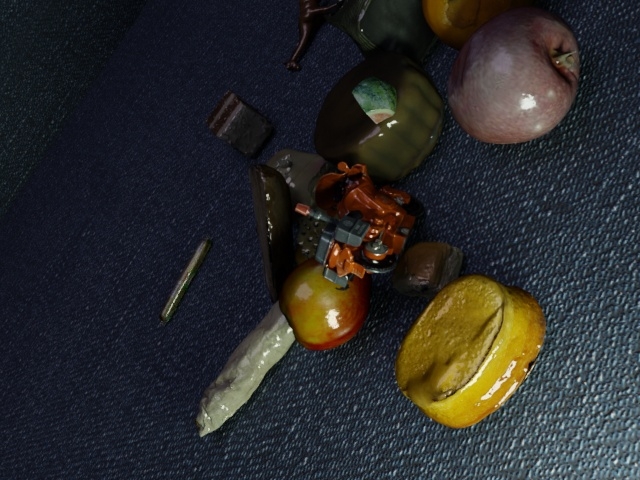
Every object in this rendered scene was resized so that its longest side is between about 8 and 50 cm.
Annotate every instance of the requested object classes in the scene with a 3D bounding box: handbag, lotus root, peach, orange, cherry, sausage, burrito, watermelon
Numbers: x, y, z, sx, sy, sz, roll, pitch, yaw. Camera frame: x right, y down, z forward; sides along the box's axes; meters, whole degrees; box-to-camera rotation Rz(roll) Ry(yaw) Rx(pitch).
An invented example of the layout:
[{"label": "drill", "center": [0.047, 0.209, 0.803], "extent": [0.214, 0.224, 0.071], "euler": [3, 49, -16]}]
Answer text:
[{"label": "handbag", "center": [0.170, -0.579, 1.974], "extent": [0.240, 0.247, 0.341], "euler": [31, 94, 54]}, {"label": "lotus root", "center": [-0.097, -0.014, 1.877], "extent": [0.167, 0.078, 0.330], "euler": [-133, 35, -71]}, {"label": "peach", "center": [0.016, 0.119, 1.687], "extent": [0.197, 0.197, 0.197], "euler": [-28, 45, 32]}, {"label": "orange", "center": [0.331, -0.511, 1.745], "extent": [0.246, 0.246, 0.246], "euler": [-28, 45, 32]}, {"label": "cherry", "center": [0.361, -0.306, 1.590], "extent": [0.307, 0.221, 0.261], "euler": [-31, 38, 57]}, {"label": "sausage", "center": [-0.362, 0.105, 2.232], "extent": [0.032, 0.032, 0.269], "euler": [18, 78, 52]}, {"label": "burrito", "center": [-0.149, 0.262, 1.846], "extent": [0.392, 0.076, 0.117], "euler": [-50, 30, 4]}, {"label": "watermelon", "center": [0.105, -0.283, 1.703], "extent": [0.072, 0.092, 0.085], "euler": [111, 165, -44]}]

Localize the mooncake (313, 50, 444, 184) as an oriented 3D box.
[{"label": "mooncake", "center": [0.133, -0.268, 1.855], "extent": [0.290, 0.161, 0.291], "euler": [-30, 43, 32]}]

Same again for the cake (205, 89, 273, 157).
[{"label": "cake", "center": [-0.220, -0.320, 2.307], "extent": [0.135, 0.135, 0.147], "euler": [-55, 32, 2]}]

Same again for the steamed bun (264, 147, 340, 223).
[{"label": "steamed bun", "center": [-0.072, -0.142, 1.989], "extent": [0.238, 0.152, 0.170], "euler": [15, 68, 53]}]

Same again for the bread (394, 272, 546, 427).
[{"label": "bread", "center": [0.249, 0.183, 1.401], "extent": [0.270, 0.142, 0.195], "euler": [-54, 39, 5]}]

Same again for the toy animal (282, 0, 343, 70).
[{"label": "toy animal", "center": [-0.026, -0.611, 2.376], "extent": [0.229, 0.066, 0.224], "euler": [-28, 63, 19]}]

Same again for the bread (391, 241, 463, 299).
[{"label": "bread", "center": [0.200, 0.056, 1.601], "extent": [0.125, 0.082, 0.106], "euler": [-6, 64, 48]}]

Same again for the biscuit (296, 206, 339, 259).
[{"label": "biscuit", "center": [0.029, -0.042, 1.838], "extent": [0.203, 0.016, 0.144], "euler": [-31, 46, -11]}]

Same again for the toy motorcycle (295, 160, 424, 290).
[{"label": "toy motorcycle", "center": [0.073, -0.041, 1.651], "extent": [0.326, 0.221, 0.148], "euler": [-55, -18, -55]}]

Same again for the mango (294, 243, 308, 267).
[{"label": "mango", "center": [0.000, 0.000, 1.874], "extent": [0.103, 0.076, 0.161], "euler": [-7, 53, 47]}]
